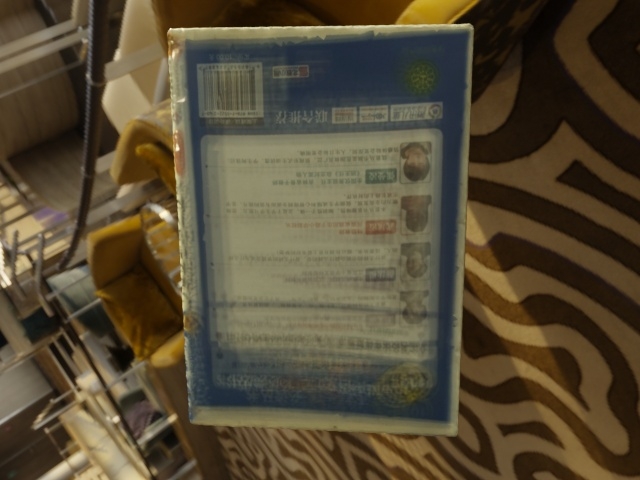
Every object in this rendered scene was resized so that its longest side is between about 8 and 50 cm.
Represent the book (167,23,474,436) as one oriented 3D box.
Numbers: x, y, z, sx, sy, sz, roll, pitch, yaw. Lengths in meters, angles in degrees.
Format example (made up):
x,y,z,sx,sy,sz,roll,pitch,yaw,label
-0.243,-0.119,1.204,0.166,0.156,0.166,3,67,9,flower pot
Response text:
x,y,z,sx,sy,sz,roll,pitch,yaw,label
0.000,0.000,0.536,0.018,0.228,0.322,-65,-24,-75,book
